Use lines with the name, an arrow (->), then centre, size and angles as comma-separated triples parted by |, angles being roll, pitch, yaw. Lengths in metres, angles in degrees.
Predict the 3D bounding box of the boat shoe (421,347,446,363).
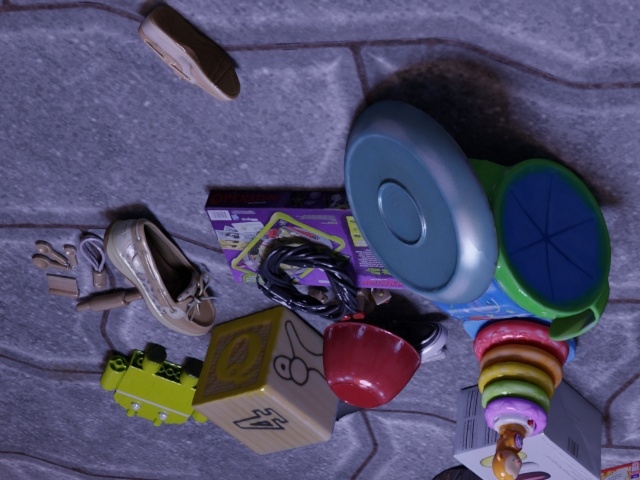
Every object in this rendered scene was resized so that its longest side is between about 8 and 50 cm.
boat shoe -> 0.185, 0.214, 2.137 | 0.100, 0.035, 0.035 | -15, 132, 24

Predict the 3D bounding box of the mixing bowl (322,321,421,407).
mixing bowl -> 0.075, 0.230, 2.016 | 0.181, 0.098, 0.181 | 16, 149, 10

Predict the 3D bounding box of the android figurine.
android figurine -> -0.338, 0.314, 2.417 | 0.248, 0.056, 0.273 | 23, 141, -12

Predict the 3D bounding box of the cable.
cable -> -0.012, 0.070, 1.932 | 0.184, 0.047, 0.150 | 28, 135, -7

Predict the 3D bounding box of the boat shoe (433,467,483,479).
boat shoe -> 0.341, 0.550, 2.443 | 0.130, 0.132, 0.355 | 28, 142, -18

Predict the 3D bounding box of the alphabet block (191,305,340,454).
alphabet block -> -0.092, 0.266, 2.163 | 0.193, 0.192, 0.197 | -21, 130, 35

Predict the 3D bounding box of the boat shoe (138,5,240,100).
boat shoe -> -0.186, -0.257, 1.626 | 0.059, 0.063, 0.170 | -24, 120, 43

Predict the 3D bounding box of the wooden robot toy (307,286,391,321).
wooden robot toy -> 0.062, 0.116, 2.023 | 0.173, 0.076, 0.079 | -10, 148, 29

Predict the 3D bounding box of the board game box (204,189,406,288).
board game box -> 0.000, 0.000, 1.909 | 0.347, 0.056, 0.208 | 2, 137, 16

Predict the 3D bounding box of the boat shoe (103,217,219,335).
boat shoe -> -0.265, 0.070, 2.033 | 0.089, 0.104, 0.285 | -12, 136, 34

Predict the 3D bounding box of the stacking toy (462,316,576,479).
stacking toy -> 0.327, 0.268, 1.937 | 0.166, 0.301, 0.175 | -14, 134, 32

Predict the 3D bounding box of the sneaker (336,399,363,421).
sneaker -> -0.011, 0.356, 2.325 | 0.267, 0.106, 0.101 | -20, 130, 35

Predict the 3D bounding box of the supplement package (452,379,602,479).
supplement package -> 0.391, 0.366, 2.171 | 0.203, 0.149, 0.194 | -23, 130, 38

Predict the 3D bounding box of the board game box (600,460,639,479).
board game box -> 0.626, 0.528, 2.392 | 0.147, 0.045, 0.193 | 37, 137, -28

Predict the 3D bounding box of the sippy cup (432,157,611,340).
sippy cup -> 0.271, 0.019, 1.719 | 0.240, 0.305, 0.224 | -13, 174, -38

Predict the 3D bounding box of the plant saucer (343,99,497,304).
plant saucer -> 0.127, -0.044, 1.645 | 0.317, 0.044, 0.317 | 41, 146, 36

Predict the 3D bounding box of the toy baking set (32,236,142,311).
toy baking set -> -0.423, 0.065, 2.138 | 0.256, 0.030, 0.196 | -8, 138, 26

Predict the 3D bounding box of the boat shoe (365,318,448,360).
boat shoe -> 0.117, 0.173, 2.076 | 0.229, 0.080, 0.076 | -9, 140, 38
